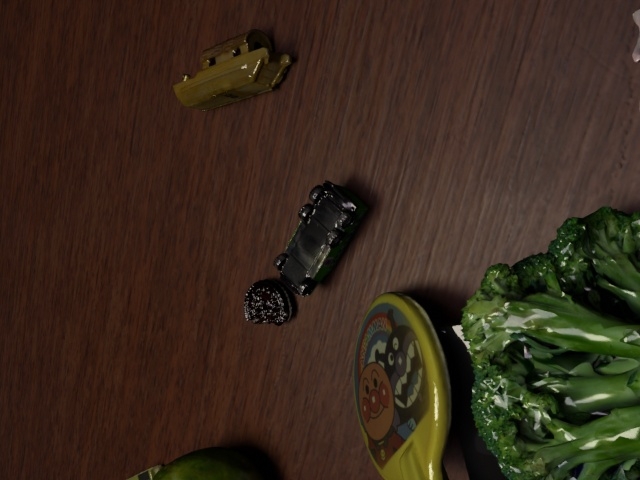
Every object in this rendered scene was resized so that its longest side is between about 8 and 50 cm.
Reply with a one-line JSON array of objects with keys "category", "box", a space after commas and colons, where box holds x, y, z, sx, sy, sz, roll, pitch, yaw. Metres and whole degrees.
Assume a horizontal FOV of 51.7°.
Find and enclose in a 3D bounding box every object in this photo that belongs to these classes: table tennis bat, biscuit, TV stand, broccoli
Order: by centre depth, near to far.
[{"category": "broccoli", "box": [0.265, 0.107, 0.595, 0.265, 0.294, 0.245, 42, 154, -2]}, {"category": "TV stand", "box": [0.212, 0.218, 0.749, 0.088, 0.082, 0.270, -19, 81, 38]}, {"category": "table tennis bat", "box": [0.104, 0.228, 0.764, 0.224, 0.054, 0.369, 113, 151, -42]}, {"category": "biscuit", "box": [-0.079, 0.101, 1.000, 0.087, 0.027, 0.089, 44, 118, 28]}]

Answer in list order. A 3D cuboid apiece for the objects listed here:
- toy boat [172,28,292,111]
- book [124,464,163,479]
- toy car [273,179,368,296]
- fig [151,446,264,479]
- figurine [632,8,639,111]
[{"category": "toy boat", "box": [-0.140, -0.255, 0.998, 0.225, 0.068, 0.088, -6, 85, 41]}, {"category": "book", "box": [-0.305, 0.614, 1.217, 0.239, 0.035, 0.352, -34, 73, 37]}, {"category": "toy car", "box": [0.000, 0.000, 0.907, 0.071, 0.062, 0.165, 43, 118, 28]}, {"category": "fig", "box": [-0.201, 0.422, 1.048, 0.275, 0.206, 0.206, -10, 87, 61]}, {"category": "figurine", "box": [0.307, -0.256, 0.527, 0.206, 0.284, 0.316, -38, 82, 35]}]
